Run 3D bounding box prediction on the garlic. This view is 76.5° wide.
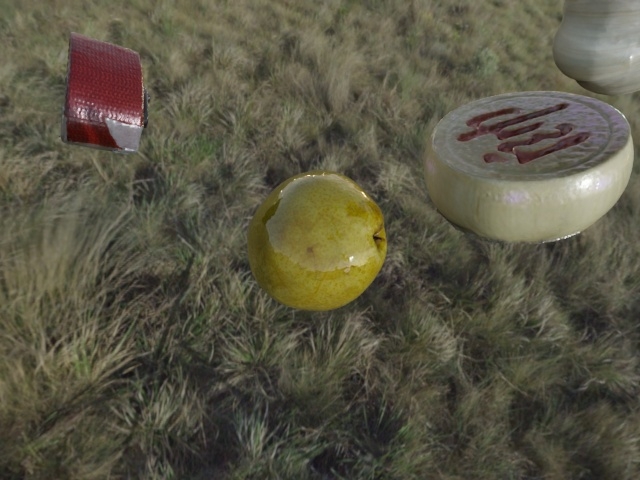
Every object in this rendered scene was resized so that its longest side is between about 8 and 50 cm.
[{"bbox_3d":[0.368,-0.234,0.398,0.199,0.199,0.226,-24,38,-32],"label":"garlic"}]

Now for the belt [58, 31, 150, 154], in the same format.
[{"bbox_3d":[-0.333,-0.226,0.640,0.124,0.128,0.201,4,55,-34],"label":"belt"}]

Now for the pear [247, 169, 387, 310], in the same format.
[{"bbox_3d":[0.000,0.000,0.594,0.208,0.209,0.209,6,43,-5],"label":"pear"}]

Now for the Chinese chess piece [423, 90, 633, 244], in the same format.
[{"bbox_3d":[0.290,-0.115,0.595,0.269,0.112,0.270,-10,40,9],"label":"Chinese chess piece"}]
